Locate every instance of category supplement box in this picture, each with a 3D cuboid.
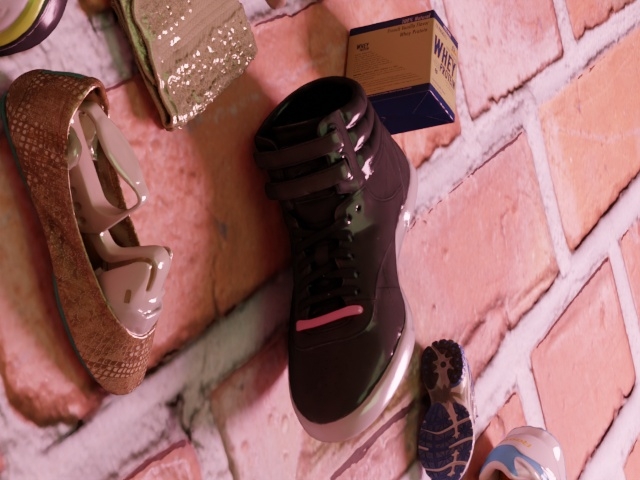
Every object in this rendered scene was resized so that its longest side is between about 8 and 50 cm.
[{"bbox_3d":[0.070,-0.143,1.258,0.056,0.083,0.083,44,44,-51],"label":"supplement box"}]

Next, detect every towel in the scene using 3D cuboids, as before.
[{"bbox_3d":[-0.090,-0.149,1.016,0.148,0.027,0.110,-53,129,-54],"label":"towel"}]

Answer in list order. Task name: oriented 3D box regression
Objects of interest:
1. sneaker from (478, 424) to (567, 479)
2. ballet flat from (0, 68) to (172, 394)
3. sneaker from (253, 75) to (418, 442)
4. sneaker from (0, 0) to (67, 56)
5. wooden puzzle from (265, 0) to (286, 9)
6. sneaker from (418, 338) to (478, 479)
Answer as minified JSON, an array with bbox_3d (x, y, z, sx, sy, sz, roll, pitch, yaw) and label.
[{"bbox_3d":[0.207,0.300,1.400,0.092,0.087,0.228,-24,97,-54],"label":"sneaker"},{"bbox_3d":[-0.128,-0.003,0.858,0.073,0.067,0.206,-48,125,-57],"label":"ballet flat"},{"bbox_3d":[0.000,0.000,1.072,0.147,0.104,0.296,54,32,-38],"label":"sneaker"},{"bbox_3d":[-0.179,-0.217,0.806,0.097,0.084,0.234,30,56,-55],"label":"sneaker"},{"bbox_3d":[-0.060,-0.324,1.079,0.221,0.044,0.238,54,31,-40],"label":"wooden puzzle"},{"bbox_3d":[0.122,0.160,1.304,0.058,0.052,0.135,44,45,-55],"label":"sneaker"}]
